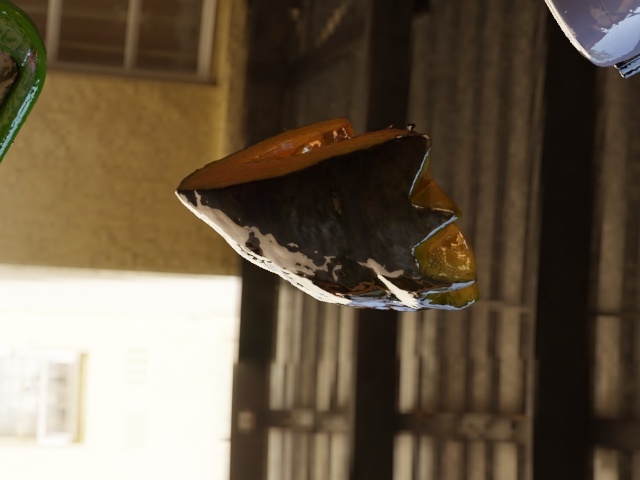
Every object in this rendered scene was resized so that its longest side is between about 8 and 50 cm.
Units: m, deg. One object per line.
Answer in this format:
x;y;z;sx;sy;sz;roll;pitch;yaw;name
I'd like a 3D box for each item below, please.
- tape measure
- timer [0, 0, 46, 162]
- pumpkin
0.255;-0.243;1.511;0.105;0.196;0.178;-27;-141;18;tape measure
-0.241;-0.102;1.008;0.128;0.140;0.047;-58;-163;13;timer
0.000;0.000;1.072;0.254;0.149;0.130;-148;-143;-76;pumpkin
